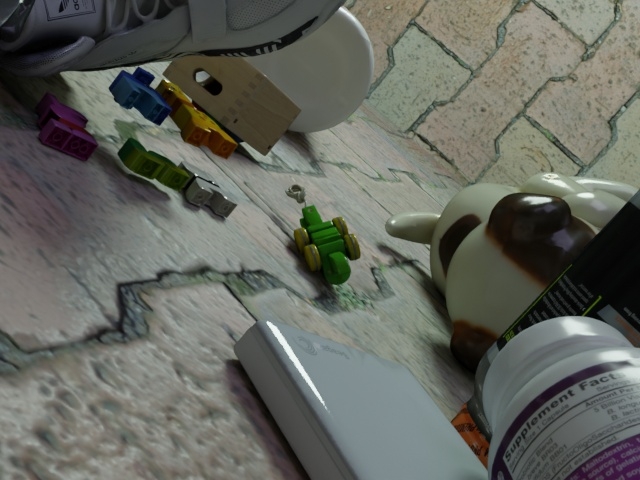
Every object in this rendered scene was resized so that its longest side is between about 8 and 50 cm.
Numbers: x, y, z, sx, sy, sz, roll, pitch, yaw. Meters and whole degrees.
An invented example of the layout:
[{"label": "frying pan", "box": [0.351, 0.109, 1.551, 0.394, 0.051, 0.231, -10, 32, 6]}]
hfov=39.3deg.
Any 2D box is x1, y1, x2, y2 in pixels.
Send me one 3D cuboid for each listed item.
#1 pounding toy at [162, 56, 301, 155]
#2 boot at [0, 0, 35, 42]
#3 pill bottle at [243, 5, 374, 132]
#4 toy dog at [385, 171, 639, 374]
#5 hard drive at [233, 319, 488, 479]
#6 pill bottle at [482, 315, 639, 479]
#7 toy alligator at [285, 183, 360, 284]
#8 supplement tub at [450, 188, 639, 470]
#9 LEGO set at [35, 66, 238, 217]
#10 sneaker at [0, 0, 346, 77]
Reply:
[{"label": "pounding toy", "box": [-0.123, -0.198, 1.224, 0.181, 0.094, 0.206, 40, 3, 23]}, {"label": "boot", "box": [-0.301, -0.238, 0.647, 0.223, 0.118, 0.338, 35, 50, -23]}, {"label": "pill bottle", "box": [-0.039, -0.350, 1.635, 0.224, 0.224, 0.392, 36, 14, -17]}, {"label": "toy dog", "box": [0.277, 0.030, 1.168, 0.395, 0.284, 0.408, 28, 13, 5]}, {"label": "hard drive", "box": [0.080, 0.189, 0.618, 0.203, 0.040, 0.307, 25, 20, -47]}, {"label": "pill bottle", "box": [0.203, 0.172, 0.557, 0.169, 0.169, 0.301, 35, 15, -19]}, {"label": "toy alligator", "box": [0.000, 0.000, 0.997, 0.189, 0.056, 0.051, -122, -160, -55]}, {"label": "supplement tub", "box": [0.276, 0.108, 0.807, 0.194, 0.316, 0.193, 38, 14, -11]}, {"label": "LEGO set", "box": [-0.159, -0.110, 0.839, 0.227, 0.087, 0.093, 25, 20, -50]}, {"label": "sneaker", "box": [-0.153, -0.218, 0.792, 0.210, 0.366, 0.137, -40, 121, -68]}]
